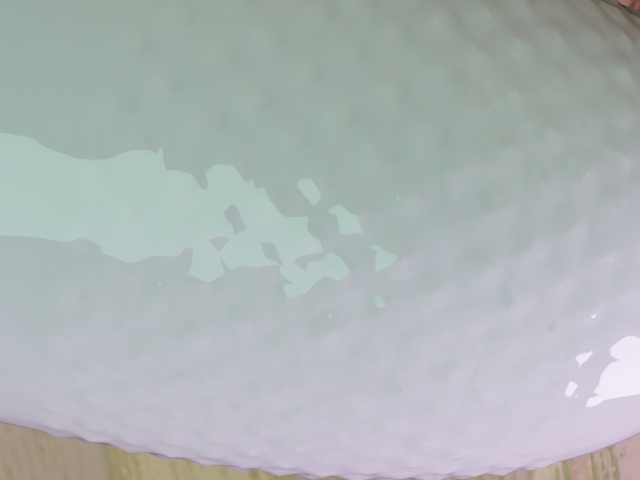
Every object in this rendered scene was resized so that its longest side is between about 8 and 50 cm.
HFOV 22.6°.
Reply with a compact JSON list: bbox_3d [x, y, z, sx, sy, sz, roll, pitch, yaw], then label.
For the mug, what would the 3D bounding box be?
[{"bbox_3d":[0.000,0.000,0.786,0.328,0.276,0.374,12,147,-5],"label":"mug"}]
